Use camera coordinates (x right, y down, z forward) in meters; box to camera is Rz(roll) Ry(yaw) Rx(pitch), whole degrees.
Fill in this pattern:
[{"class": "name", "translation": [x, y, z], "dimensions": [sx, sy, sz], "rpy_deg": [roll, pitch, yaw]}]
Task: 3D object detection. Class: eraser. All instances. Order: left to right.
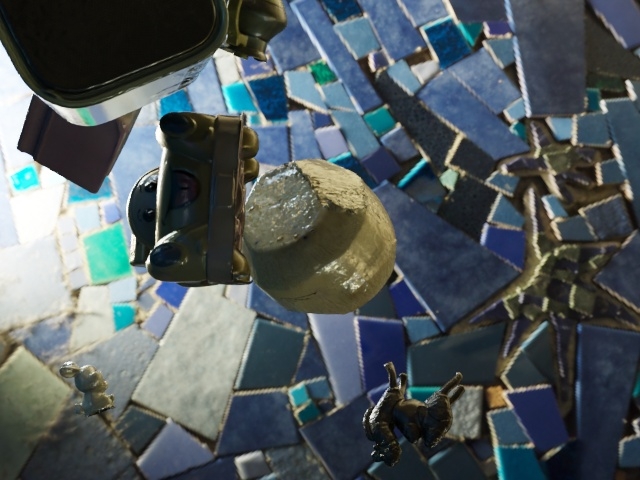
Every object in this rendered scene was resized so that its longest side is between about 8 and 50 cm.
[{"class": "eraser", "translation": [-0.698, -0.325, 1.820], "dimensions": [0.272, 0.122, 0.359], "rpy_deg": [33, 138, -15]}]

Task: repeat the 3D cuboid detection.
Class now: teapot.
[{"class": "teapot", "translation": [-0.128, -0.376, 1.086], "dimensions": [0.130, 0.119, 0.165], "rpy_deg": [18, -169, 7]}]

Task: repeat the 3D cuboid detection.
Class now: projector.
[{"class": "projector", "translation": [-0.279, -0.300, 0.808], "dimensions": [0.248, 0.248, 0.249], "rpy_deg": [66, 167, -12]}]

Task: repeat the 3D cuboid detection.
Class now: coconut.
[{"class": "coconut", "translation": [0.000, 0.000, 1.448], "dimensions": [0.346, 0.346, 0.360], "rpy_deg": [47, -179, 41]}]

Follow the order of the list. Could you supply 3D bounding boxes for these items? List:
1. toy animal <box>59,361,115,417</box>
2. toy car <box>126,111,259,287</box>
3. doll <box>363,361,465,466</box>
[{"class": "toy animal", "translation": [-0.488, 0.307, 1.333], "dimensions": [0.071, 0.085, 0.124], "rpy_deg": [154, 98, -74]}, {"class": "toy car", "translation": [-0.212, -0.049, 0.987], "dimensions": [0.336, 0.226, 0.242], "rpy_deg": [118, 155, -82]}, {"class": "doll", "translation": [0.138, 0.269, 0.968], "dimensions": [0.139, 0.165, 0.057], "rpy_deg": [9, 142, 20]}]
